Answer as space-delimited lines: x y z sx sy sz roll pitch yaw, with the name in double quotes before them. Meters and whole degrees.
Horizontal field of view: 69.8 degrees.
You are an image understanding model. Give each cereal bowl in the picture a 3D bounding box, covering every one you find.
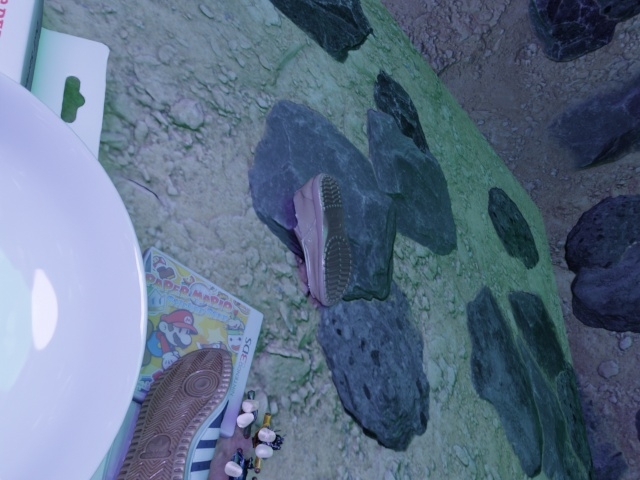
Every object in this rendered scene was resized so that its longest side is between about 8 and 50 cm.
"cereal bowl" -0.283 0.047 0.294 0.339 0.141 0.339 -11 90 -67

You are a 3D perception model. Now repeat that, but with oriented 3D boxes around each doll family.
"doll family" -0.095 0.313 0.638 0.076 0.111 0.193 16 65 -4

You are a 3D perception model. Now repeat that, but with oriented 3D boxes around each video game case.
"video game case" -0.194 0.149 0.674 0.227 0.026 0.206 38 44 -30

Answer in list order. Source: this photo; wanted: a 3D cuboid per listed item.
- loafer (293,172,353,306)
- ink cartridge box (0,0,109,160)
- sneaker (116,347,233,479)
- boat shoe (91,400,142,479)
"loafer" 0.000 0.000 0.946 0.102 0.092 0.268 1 85 -48
"ink cartridge box" -0.385 -0.200 0.423 0.353 0.119 0.207 7 64 -30
"sneaker" -0.164 0.276 0.558 0.282 0.099 0.153 -80 167 -57
"boat shoe" -0.244 0.271 0.520 0.063 0.066 0.184 31 39 -35
